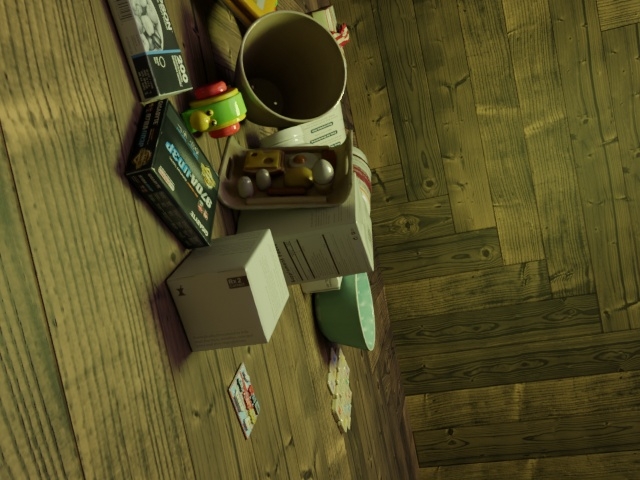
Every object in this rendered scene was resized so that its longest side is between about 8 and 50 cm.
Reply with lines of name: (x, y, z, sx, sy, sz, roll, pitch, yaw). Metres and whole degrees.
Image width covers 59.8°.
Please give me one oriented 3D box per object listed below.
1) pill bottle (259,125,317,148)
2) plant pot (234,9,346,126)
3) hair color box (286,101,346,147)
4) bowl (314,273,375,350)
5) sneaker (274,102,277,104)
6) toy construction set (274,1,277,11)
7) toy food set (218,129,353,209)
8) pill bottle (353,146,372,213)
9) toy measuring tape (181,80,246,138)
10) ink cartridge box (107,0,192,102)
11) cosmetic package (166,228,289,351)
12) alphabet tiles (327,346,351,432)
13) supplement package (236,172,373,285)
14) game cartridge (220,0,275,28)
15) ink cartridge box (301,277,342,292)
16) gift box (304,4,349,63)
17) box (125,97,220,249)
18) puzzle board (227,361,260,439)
pill bottle: (-0.057, -0.142, 1.546, 0.181, 0.181, 0.323, -37, 107, -75)
plant pot: (-0.109, -0.380, 1.372, 0.274, 0.256, 0.256, 168, -88, -66)
hair color box: (-0.024, -0.409, 1.846, 0.105, 0.174, 0.347, 40, -30, 50)
bowl: (0.079, 0.229, 1.907, 0.311, 0.163, 0.312, -9, 90, -78)
sneaker: (-0.115, -0.424, 1.676, 0.221, 0.128, 0.087, -76, 153, -60)
toy construction set: (-0.152, -0.663, 1.657, 0.215, 0.151, 0.328, -54, 130, -38)
toy food set: (-0.077, -0.180, 1.293, 0.092, 0.306, 0.220, 86, 4, -46)
pill bottle: (0.084, -0.205, 2.135, 0.392, 0.224, 0.224, -80, 156, -57)
toy measuring tape: (-0.208, -0.305, 1.234, 0.330, 0.121, 0.121, -73, 150, -63)
ink cartridge box: (-0.304, -0.374, 1.035, 0.208, 0.045, 0.206, -68, 145, -68)
cosmetic package: (-0.163, 0.089, 1.037, 0.184, 0.151, 0.151, -67, 145, -65)
alphabet tiles: (0.074, 0.526, 1.978, 0.284, 0.021, 0.278, -83, 159, -52)
supplement package: (-0.034, -0.018, 1.346, 0.175, 0.293, 0.177, 67, 18, -44)
game cartridge: (-0.218, -0.681, 1.377, 0.285, 0.052, 0.324, 40, 36, -31)
ink cartridge box: (0.000, 0.000, 1.831, 0.306, 0.131, 0.226, -67, 145, -64)
gift box: (-0.027, -0.657, 1.943, 0.255, 0.258, 0.276, -78, 153, -57)
box: (-0.258, -0.116, 1.012, 0.220, 0.051, 0.175, 64, 20, -50)
puzzle board: (-0.158, 0.337, 1.175, 0.096, 0.011, 0.128, -69, 146, -66)
